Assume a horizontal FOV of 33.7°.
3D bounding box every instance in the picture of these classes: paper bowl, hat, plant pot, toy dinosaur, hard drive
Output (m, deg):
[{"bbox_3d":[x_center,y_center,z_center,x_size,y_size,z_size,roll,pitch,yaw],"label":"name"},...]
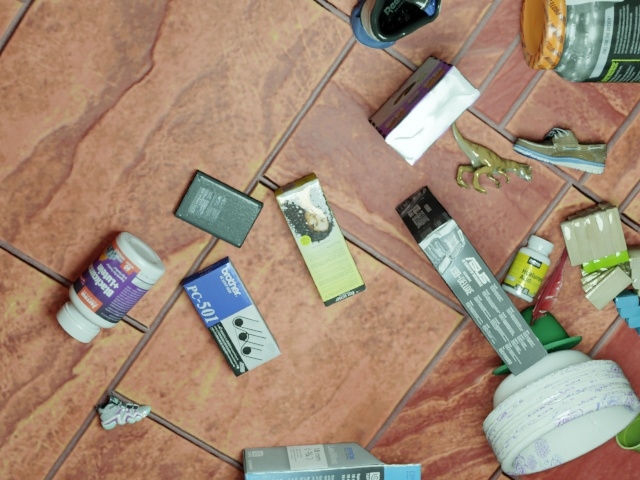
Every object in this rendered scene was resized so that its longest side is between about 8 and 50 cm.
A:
[{"bbox_3d":[0.438,0.312,1.975,0.284,0.148,0.284,-19,149,-12],"label":"paper bowl"},{"bbox_3d":[0.388,0.137,2.009,0.209,0.173,0.183,-15,73,-21],"label":"hat"},{"bbox_3d":[0.645,0.394,2.101,0.079,0.083,0.083,37,99,-26],"label":"plant pot"},{"bbox_3d":[0.286,-0.150,1.922,0.211,0.064,0.112,28,83,-22],"label":"toy dinosaur"},{"bbox_3d":[-0.183,-0.055,1.910,0.135,0.022,0.094,27,101,-12],"label":"hard drive"}]

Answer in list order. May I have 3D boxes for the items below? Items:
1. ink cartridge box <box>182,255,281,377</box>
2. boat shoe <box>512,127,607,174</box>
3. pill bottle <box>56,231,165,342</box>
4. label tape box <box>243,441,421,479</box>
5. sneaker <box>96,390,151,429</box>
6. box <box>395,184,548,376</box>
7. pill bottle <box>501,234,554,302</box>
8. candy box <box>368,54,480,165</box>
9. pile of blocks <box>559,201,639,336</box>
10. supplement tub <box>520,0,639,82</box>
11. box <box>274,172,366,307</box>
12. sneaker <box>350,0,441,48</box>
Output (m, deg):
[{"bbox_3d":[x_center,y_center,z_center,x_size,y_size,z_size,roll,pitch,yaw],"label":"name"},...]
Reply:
[{"bbox_3d":[-0.163,0.142,1.957,0.097,0.046,0.207,-27,106,1],"label":"ink cartridge box"},{"bbox_3d":[0.437,-0.170,1.925,0.183,0.066,0.066,10,100,-19],"label":"boat shoe"},{"bbox_3d":[-0.379,0.087,1.886,0.108,0.108,0.193,41,98,-15],"label":"pill bottle"},{"bbox_3d":[0.020,0.525,2.054,0.334,0.106,0.240,-2,107,-6],"label":"label tape box"},{"bbox_3d":[-0.374,0.311,1.987,0.098,0.038,0.069,-19,108,-1],"label":"sneaker"},{"bbox_3d":[0.263,0.067,1.878,0.076,0.242,0.307,-36,106,5],"label":"box"},{"bbox_3d":[0.390,0.051,1.974,0.065,0.065,0.116,25,90,-12],"label":"pill bottle"},{"bbox_3d":[0.173,-0.227,1.807,0.070,0.196,0.165,42,98,-14],"label":"candy box"},{"bbox_3d":[0.578,0.077,1.987,0.149,0.112,0.362,-41,98,13],"label":"pile of blocks"},{"bbox_3d":[0.527,-0.371,1.798,0.338,0.207,0.207,-1,106,-7],"label":"supplement tub"},{"bbox_3d":[0.000,0.000,1.927,0.087,0.058,0.232,-25,107,2],"label":"box"},{"bbox_3d":[0.178,-0.444,1.754,0.127,0.182,0.315,33,100,-15],"label":"sneaker"}]
